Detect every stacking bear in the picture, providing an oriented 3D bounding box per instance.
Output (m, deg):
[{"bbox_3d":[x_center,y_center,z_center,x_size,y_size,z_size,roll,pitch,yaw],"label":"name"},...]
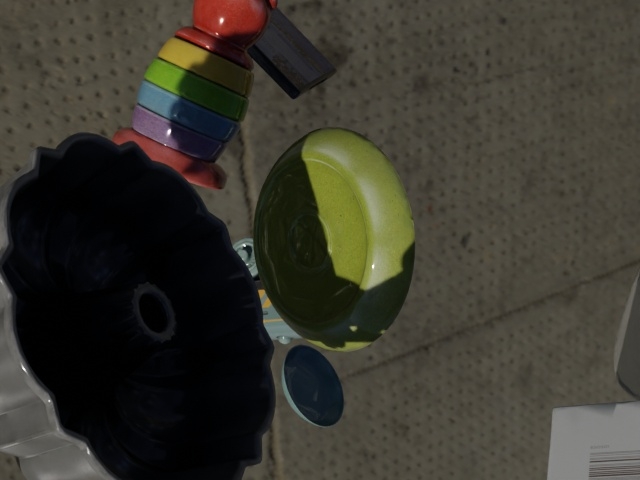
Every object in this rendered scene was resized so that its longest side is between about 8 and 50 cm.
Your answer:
[{"bbox_3d":[-0.162,-0.234,1.586,0.175,0.164,0.289,23,95,-5],"label":"stacking bear"}]

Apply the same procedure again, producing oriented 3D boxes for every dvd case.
[{"bbox_3d":[-0.069,-0.338,1.984,0.180,0.253,0.022,46,113,-2],"label":"dvd case"}]

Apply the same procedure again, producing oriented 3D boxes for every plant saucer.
[{"bbox_3d":[0.000,0.000,1.194,0.037,0.241,0.241,-3,106,-43],"label":"plant saucer"},{"bbox_3d":[-0.015,0.201,1.541,0.119,0.021,0.119,32,41,-34],"label":"plant saucer"}]

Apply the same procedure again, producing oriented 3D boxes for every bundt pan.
[{"bbox_3d":[-0.185,0.081,0.968,0.331,0.124,0.330,38,39,-40],"label":"bundt pan"}]

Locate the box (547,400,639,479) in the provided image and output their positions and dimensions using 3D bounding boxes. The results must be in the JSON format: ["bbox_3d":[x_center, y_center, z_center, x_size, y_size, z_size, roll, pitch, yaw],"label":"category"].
[{"bbox_3d":[0.198,0.200,0.678,0.130,0.091,0.170,-72,146,-48],"label":"box"}]

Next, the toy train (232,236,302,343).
[{"bbox_3d":[-0.115,0.098,2.011,0.142,0.334,0.190,39,49,-64],"label":"toy train"}]

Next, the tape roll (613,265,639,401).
[{"bbox_3d":[0.348,-0.034,0.795,0.072,0.392,0.392,32,84,-1],"label":"tape roll"}]
